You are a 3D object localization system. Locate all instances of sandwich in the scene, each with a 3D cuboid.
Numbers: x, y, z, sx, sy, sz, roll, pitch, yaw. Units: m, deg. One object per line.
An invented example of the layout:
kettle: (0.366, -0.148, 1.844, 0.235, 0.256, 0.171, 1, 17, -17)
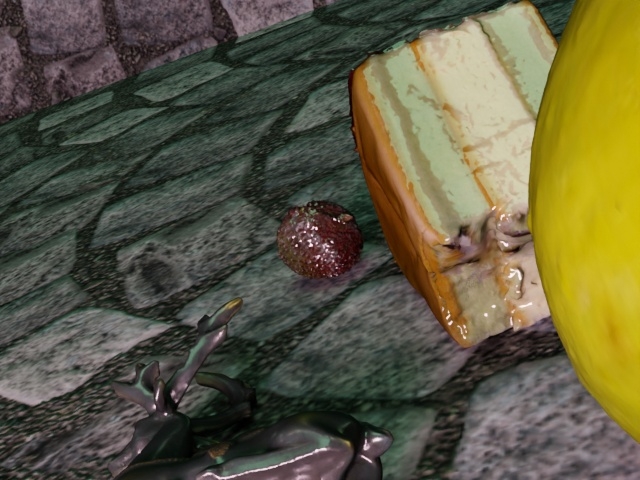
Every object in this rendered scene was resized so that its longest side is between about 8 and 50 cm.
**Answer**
sandwich: (0.130, -0.016, 0.844, 0.155, 0.227, 0.198, -21, 54, -2)

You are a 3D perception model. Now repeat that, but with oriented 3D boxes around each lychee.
lychee: (0.000, 0.000, 0.986, 0.083, 0.068, 0.067, -27, 53, 42)

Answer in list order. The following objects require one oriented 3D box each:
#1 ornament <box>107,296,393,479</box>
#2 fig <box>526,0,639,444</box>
ornament: (-0.052, 0.112, 0.723, 0.202, 0.080, 0.236, -22, 18, 10)
fig: (0.232, -0.027, 0.455, 0.343, 0.343, 0.343, -19, 19, 7)
